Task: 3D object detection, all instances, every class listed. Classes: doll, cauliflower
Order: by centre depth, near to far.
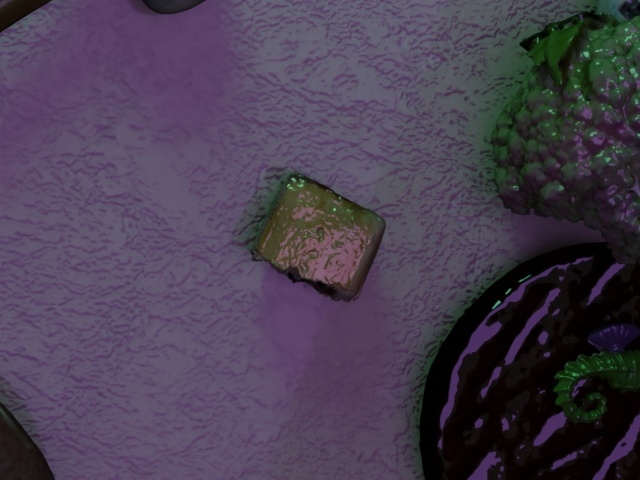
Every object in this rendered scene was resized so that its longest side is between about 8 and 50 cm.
[{"bbox_3d":[0.318,-0.113,1.745,0.315,0.239,0.256,12,111,-43],"label":"cauliflower"},{"bbox_3d":[0.331,0.137,1.776,0.190,0.050,0.115,-9,94,-11],"label":"doll"}]

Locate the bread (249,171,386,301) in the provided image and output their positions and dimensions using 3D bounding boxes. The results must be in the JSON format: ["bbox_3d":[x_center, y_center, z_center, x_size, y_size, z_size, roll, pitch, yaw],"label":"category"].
[{"bbox_3d":[-0.001,-0.001,1.753,0.125,0.082,0.106,26,80,-6],"label":"bread"}]

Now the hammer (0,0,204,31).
[{"bbox_3d":[-0.243,-0.263,1.631,0.305,0.113,0.202,-36,101,-13],"label":"hammer"}]

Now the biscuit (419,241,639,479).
[{"bbox_3d":[0.298,0.201,1.848,0.407,0.091,0.408,-2,99,-15],"label":"biscuit"}]

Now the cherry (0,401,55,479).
[{"bbox_3d":[-0.385,0.253,1.619,0.261,0.221,0.308,-20,88,-19],"label":"cherry"}]

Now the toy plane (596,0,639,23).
[{"bbox_3d":[0.393,-0.302,1.790,0.266,0.122,0.267,0,83,-1],"label":"toy plane"}]
